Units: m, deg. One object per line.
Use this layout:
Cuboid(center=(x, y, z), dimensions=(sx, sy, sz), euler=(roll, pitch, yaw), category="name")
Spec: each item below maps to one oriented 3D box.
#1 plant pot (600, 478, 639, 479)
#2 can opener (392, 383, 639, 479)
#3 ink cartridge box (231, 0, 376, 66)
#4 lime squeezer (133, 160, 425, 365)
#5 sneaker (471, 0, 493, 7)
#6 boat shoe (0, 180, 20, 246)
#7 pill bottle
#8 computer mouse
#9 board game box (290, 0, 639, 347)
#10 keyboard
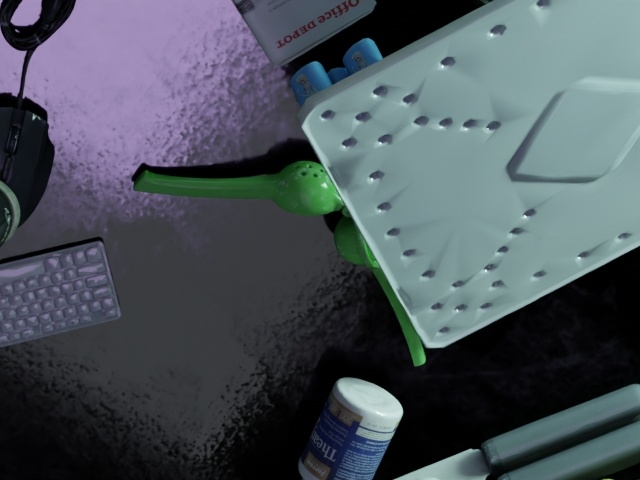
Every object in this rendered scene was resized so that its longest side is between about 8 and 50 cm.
Cuboid(center=(0.292, 0.357, 1.761), dimensions=(0.276, 0.276, 0.254), euler=(-15, 116, -3), category="plant pot")
Cuboid(center=(0.178, 0.214, 1.811), dimensions=(0.280, 0.074, 0.093), euler=(-24, 148, 2), category="can opener")
Cuboid(center=(-0.032, -0.223, 1.591), dimensions=(0.099, 0.056, 0.135), euler=(-30, 113, 4), category="ink cartridge box")
Cuboid(center=(0.000, 0.000, 1.690), dimensions=(0.310, 0.059, 0.110), euler=(33, 103, -21), category="lime squeezer")
Cuboid(center=(0.093, -0.328, 1.540), dimensions=(0.410, 0.158, 0.182), euler=(37, 89, -27), category="sneaker")
Cuboid(center=(-0.356, -0.049, 1.579), dimensions=(0.233, 0.079, 0.084), euler=(23, 113, 0), category="boat shoe")
Cuboid(center=(0.020, 0.188, 1.764), dimensions=(0.067, 0.067, 0.120), euler=(19, 108, -16), category="pill bottle")
Cuboid(center=(-0.240, -0.114, 1.610), dimensions=(0.071, 0.041, 0.242), euler=(11, 109, -13), category="computer mouse")
Cuboid(center=(0.202, -0.102, 1.584), dimensions=(0.390, 0.050, 0.390), euler=(-28, 145, 2), category="board game box")
Cuboid(center=(-0.301, 0.062, 1.687), dimensions=(0.256, 0.014, 0.072), euler=(-14, 114, -4), category="keyboard")
